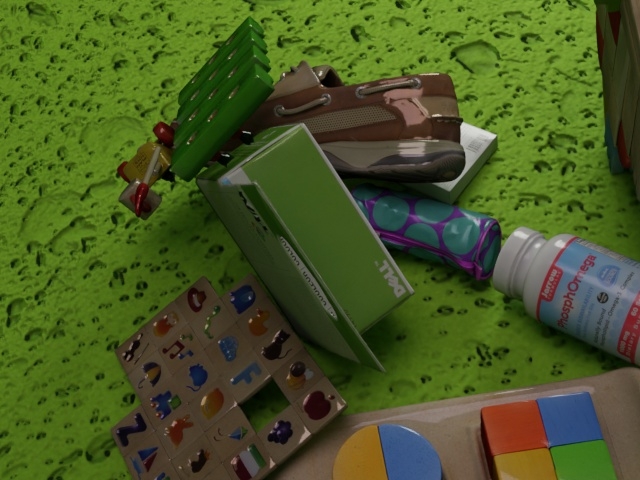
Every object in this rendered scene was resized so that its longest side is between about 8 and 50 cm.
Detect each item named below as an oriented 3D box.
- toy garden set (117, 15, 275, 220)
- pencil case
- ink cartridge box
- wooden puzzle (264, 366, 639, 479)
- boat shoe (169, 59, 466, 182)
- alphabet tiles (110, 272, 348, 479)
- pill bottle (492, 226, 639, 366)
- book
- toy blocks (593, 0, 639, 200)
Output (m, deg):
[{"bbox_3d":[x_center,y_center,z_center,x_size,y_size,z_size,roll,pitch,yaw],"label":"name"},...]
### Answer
[{"bbox_3d":[-0.112,-0.094,1.038,0.204,0.049,0.244,-45,19,13],"label":"toy garden set"},{"bbox_3d":[0.101,-0.009,1.104,0.152,0.064,0.070,16,42,24],"label":"pencil case"},{"bbox_3d":[0.000,0.000,0.966,0.097,0.189,0.255,-36,12,-12],"label":"ink cartridge box"},{"bbox_3d":[0.130,0.255,0.885,0.348,0.080,0.322,-12,52,4],"label":"wooden puzzle"},{"bbox_3d":[-0.006,-0.121,1.148,0.324,0.123,0.116,2,89,21],"label":"boat shoe"},{"bbox_3d":[-0.106,0.139,1.035,0.198,0.009,0.237,-40,46,1],"label":"alphabet tiles"},{"bbox_3d":[0.241,0.046,1.015,0.160,0.087,0.087,24,62,28],"label":"pill bottle"},{"bbox_3d":[0.103,-0.102,1.198,0.144,0.035,0.096,26,59,28],"label":"book"},{"bbox_3d":[0.328,-0.168,1.068,0.191,0.261,0.381,-6,59,7],"label":"toy blocks"}]
